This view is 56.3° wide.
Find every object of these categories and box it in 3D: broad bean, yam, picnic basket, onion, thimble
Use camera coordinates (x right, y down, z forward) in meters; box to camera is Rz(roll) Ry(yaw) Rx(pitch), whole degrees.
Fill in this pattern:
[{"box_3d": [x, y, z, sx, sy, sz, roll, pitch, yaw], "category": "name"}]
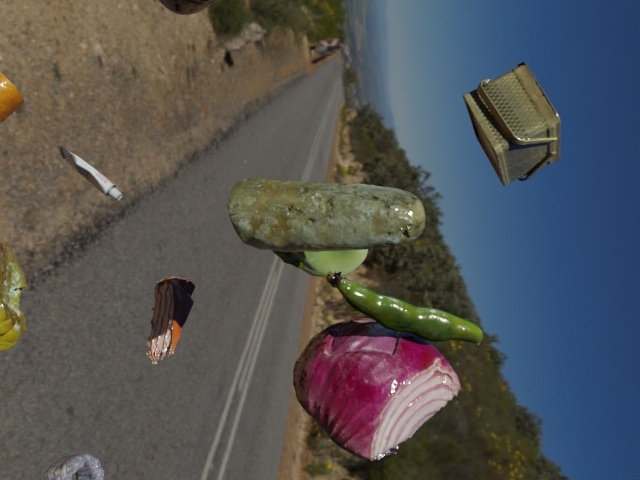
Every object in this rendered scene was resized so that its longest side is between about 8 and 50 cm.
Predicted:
[{"box_3d": [0.133, 0.120, 0.961, 0.060, 0.297, 0.043, -63, -163, 20], "category": "broad bean"}, {"box_3d": [0.015, -0.044, 1.033, 0.133, 0.330, 0.133, 1, 90, -76], "category": "yam"}, {"box_3d": [0.000, 0.000, 1.313, 0.100, 0.227, 0.169, 143, -63, -74], "category": "broad bean"}, {"box_3d": [0.424, -0.244, 1.313, 0.266, 0.139, 0.165, 34, 32, -64], "category": "picnic basket"}, {"box_3d": [0.086, 0.209, 0.999, 0.247, 0.250, 0.111, 41, -32, 28], "category": "onion"}, {"box_3d": [-0.688, 0.674, 1.669, 0.150, 0.097, 0.150, 49, 31, -43], "category": "thimble"}]

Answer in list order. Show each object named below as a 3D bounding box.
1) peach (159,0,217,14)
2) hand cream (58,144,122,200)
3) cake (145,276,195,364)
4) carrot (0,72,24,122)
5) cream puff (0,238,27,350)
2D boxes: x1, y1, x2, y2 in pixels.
[{"box_3d": [-0.207, -0.426, 0.945, 0.152, 0.152, 0.152, -4, 90, -82], "category": "peach"}, {"box_3d": [-0.618, -0.177, 1.602, 0.052, 0.216, 0.038, -55, 173, 31], "category": "hand cream"}, {"box_3d": [-0.459, 0.228, 1.780, 0.135, 0.098, 0.288, 63, 28, -49], "category": "cake"}, {"box_3d": [-0.482, -0.149, 0.767, 0.087, 0.193, 0.087, 45, -16, 16], "category": "carrot"}, {"box_3d": [-0.771, 0.117, 1.319, 0.282, 0.185, 0.282, 162, -90, -80], "category": "cream puff"}]
